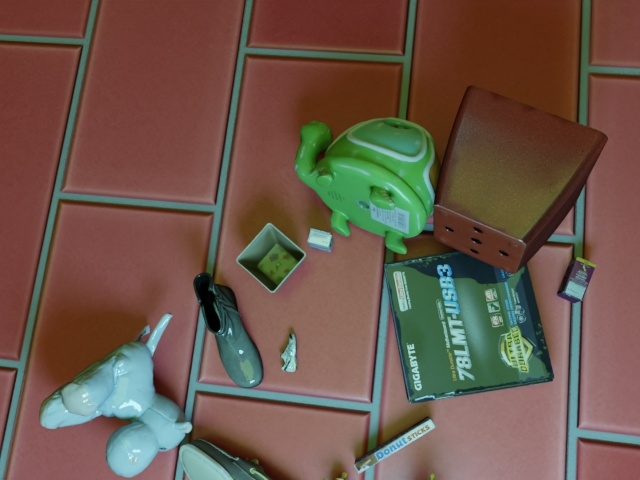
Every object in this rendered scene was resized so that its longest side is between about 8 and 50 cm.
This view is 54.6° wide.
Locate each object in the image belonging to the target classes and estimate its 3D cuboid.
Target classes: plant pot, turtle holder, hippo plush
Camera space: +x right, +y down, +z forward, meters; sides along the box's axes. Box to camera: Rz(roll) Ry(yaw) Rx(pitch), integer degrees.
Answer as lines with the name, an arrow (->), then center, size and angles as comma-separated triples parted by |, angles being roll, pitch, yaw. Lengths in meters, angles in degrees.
plant pot -> 0.353, -0.094, 1.208 | 0.267, 0.267, 0.236 | 26, 74, 19
turtle holder -> 0.106, -0.138, 1.314 | 0.320, 0.243, 0.227 | 8, 58, 46
hippo plush -> -0.399, 0.350, 1.287 | 0.236, 0.234, 0.294 | 55, 45, -4
plant pot -> -0.099, 0.044, 1.343 | 0.109, 0.096, 0.109 | 40, 86, 12

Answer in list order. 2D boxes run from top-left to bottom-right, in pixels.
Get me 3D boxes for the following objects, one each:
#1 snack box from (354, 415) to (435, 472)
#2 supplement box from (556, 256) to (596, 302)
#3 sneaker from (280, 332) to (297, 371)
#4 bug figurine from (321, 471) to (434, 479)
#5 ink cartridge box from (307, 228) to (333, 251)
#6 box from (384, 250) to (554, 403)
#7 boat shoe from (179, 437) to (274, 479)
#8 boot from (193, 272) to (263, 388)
snack box -> 0.150, 0.413, 1.257 | 0.178, 0.064, 0.022 | -31, 79, -1
supplement box -> 0.533, 0.083, 1.292 | 0.043, 0.055, 0.083 | 24, 82, 10
sneaker -> -0.069, 0.240, 1.332 | 0.037, 0.032, 0.083 | -1, 78, 6
bug figurine -> 0.107, 0.541, 1.154 | 0.279, 0.072, 0.216 | -10, 51, 29
ink cartridge box -> 0.000, 0.000, 1.348 | 0.048, 0.083, 0.028 | 14, 80, 9
box -> 0.300, 0.169, 1.291 | 0.293, 0.073, 0.295 | -9, 77, 3
boat shoe -> -0.143, 0.505, 1.253 | 0.324, 0.097, 0.116 | 32, 128, 18
boot -> -0.202, 0.193, 1.289 | 0.083, 0.161, 0.246 | -23, 77, 1
